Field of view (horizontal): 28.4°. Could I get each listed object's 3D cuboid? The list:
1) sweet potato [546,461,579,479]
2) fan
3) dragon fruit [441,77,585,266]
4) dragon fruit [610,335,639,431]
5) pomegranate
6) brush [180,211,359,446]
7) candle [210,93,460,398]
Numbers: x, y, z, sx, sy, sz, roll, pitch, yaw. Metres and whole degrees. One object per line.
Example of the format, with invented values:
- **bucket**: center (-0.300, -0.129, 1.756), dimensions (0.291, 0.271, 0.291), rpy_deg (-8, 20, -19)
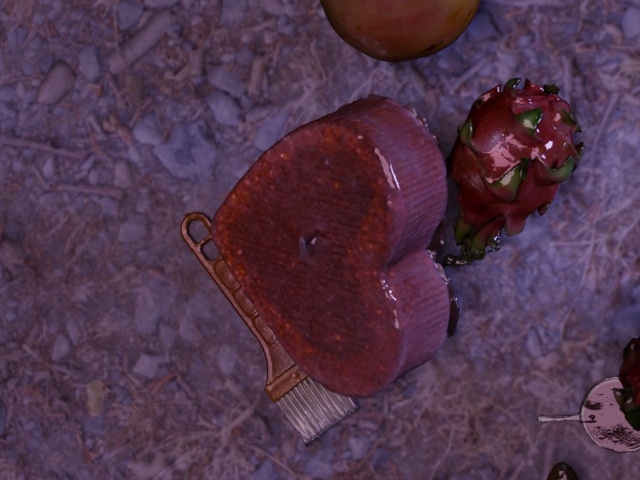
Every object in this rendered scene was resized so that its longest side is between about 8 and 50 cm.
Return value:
- **sweet potato**: center (0.309, 0.395, 1.349), dimensions (0.124, 0.098, 0.310), rpy_deg (-37, 78, -5)
- **fan**: center (0.304, 0.193, 1.388), dimensions (0.133, 0.005, 0.085), rpy_deg (-7, 91, 18)
- **dragon fruit**: center (0.185, -0.069, 1.358), dimensions (0.137, 0.135, 0.236), rpy_deg (46, 125, 11)
- **dragon fruit**: center (0.425, 0.130, 1.250), dimensions (0.274, 0.192, 0.193), rpy_deg (-5, 83, 7)
- **pomegranate**: center (0.082, -0.285, 1.353), dimensions (0.191, 0.191, 0.191), rpy_deg (1, 93, 19)
- **brush**: center (-0.075, 0.094, 1.510), dimensions (0.090, 0.017, 0.314), rpy_deg (-38, 80, 14)
- **candle**: center (0.000, 0.000, 1.379), dimensions (0.287, 0.131, 0.317), rpy_deg (17, 116, 36)
